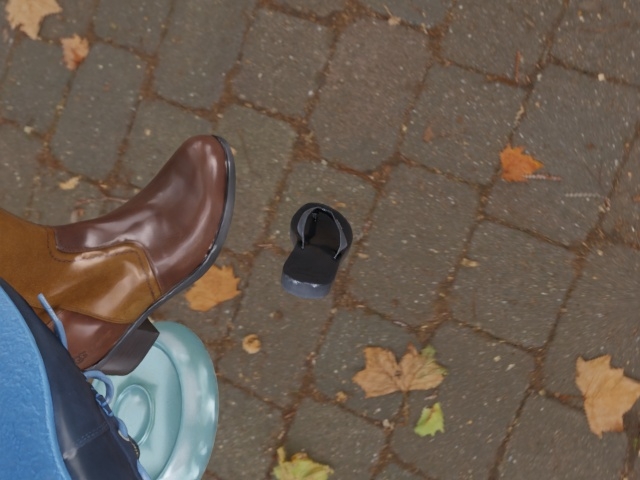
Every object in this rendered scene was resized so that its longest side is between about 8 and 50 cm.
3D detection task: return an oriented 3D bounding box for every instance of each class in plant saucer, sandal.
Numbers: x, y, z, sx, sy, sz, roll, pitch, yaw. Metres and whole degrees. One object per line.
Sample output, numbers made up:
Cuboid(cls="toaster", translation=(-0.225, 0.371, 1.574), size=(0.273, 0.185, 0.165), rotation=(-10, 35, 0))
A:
Cuboid(cls="plant saucer", translation=(-0.285, 0.280, 1.252), size=(0.318, 0.044, 0.317), rotation=(-15, 66, 36))
Cuboid(cls="sandal", translation=(0.001, 0.000, 1.150), size=(0.097, 0.254, 0.054), rotation=(10, 116, -2))

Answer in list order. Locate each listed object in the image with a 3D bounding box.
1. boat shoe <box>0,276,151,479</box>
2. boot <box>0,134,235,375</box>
Cuboid(cls="boat shoe", translation=(-0.142, 0.130, 0.409), size=(0.109, 0.089, 0.258), rotation=(-32, 70, 6))
Cuboid(cls="boot", translation=(-0.230, -0.016, 0.671), size=(0.264, 0.280, 0.096), rotation=(-53, 48, 11))
